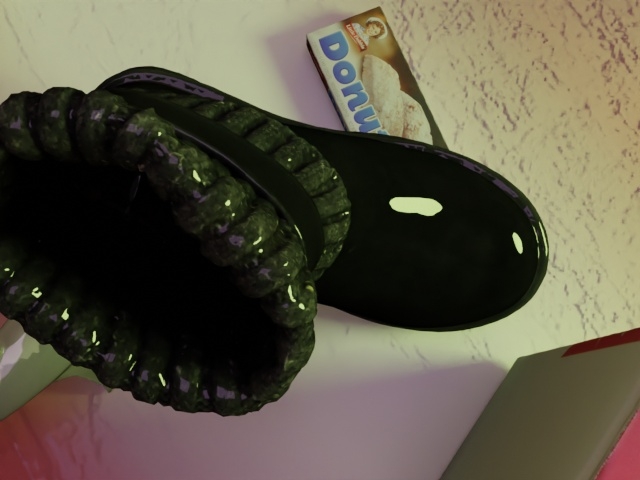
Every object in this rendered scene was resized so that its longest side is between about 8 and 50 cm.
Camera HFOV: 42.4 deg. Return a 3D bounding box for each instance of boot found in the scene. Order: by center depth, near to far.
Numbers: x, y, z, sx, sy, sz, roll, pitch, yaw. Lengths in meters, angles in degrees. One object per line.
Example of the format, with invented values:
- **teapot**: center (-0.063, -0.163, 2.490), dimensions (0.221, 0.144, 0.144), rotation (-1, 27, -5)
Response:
- **boot**: center (-0.002, 0.004, 0.461), dimensions (0.348, 0.260, 0.131), rotation (15, 102, -9)

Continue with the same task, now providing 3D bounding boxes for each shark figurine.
- **shark figurine**: center (-0.194, 0.086, 0.548), dimensions (0.166, 0.116, 0.278), rotation (24, 66, 38)

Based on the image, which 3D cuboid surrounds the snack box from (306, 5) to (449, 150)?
- **snack box**: center (0.052, -0.087, 0.626), dimensions (0.064, 0.022, 0.178), rotation (-23, 79, -5)

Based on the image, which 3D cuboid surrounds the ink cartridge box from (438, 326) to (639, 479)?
- **ink cartridge box**: center (0.256, 0.225, 0.431), dimensions (0.384, 0.279, 0.160), rotation (35, 78, 6)
